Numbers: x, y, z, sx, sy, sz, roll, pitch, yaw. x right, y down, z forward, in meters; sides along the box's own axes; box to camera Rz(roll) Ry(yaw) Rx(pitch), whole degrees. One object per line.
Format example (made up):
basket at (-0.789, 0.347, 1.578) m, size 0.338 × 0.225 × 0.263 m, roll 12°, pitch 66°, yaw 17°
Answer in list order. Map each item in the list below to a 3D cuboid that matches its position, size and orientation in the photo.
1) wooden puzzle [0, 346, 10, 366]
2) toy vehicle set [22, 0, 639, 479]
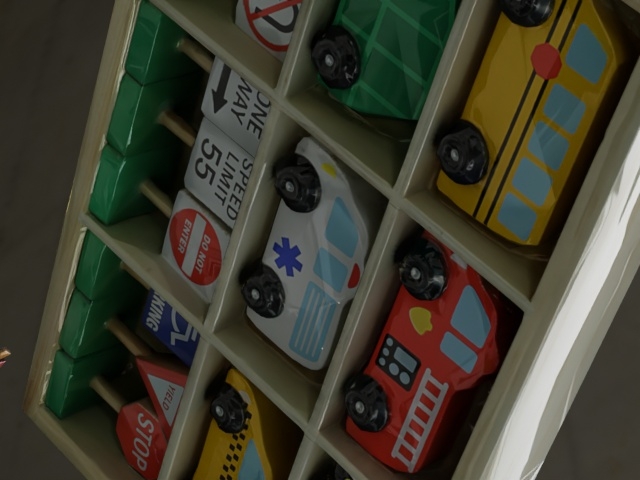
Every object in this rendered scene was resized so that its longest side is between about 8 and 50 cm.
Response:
wooden puzzle at (-0.217, 0.076, 1.026) m, size 0.083 × 0.006 × 0.049 m, roll -17°, pitch 161°, yaw -23°
toy vehicle set at (0.000, 0.000, 0.502) m, size 0.035 × 0.166 × 0.266 m, roll -22°, pitch 142°, yaw -42°
